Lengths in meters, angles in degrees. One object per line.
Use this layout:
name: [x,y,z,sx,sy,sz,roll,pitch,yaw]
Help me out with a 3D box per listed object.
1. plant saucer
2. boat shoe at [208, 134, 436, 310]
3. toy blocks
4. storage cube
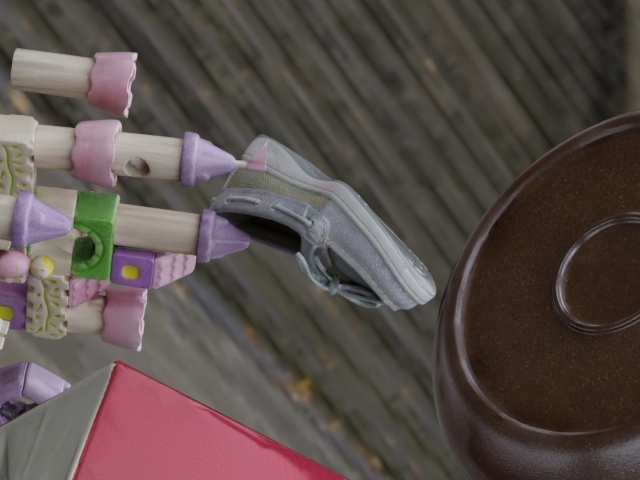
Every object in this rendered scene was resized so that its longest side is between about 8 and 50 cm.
plant saucer: [0.191,0.030,1.165,0.050,0.310,0.310,43,12,-40]
boat shoe: [-0.002,-0.002,1.793,0.118,0.103,0.320,45,-5,-40]
toy blocks: [-0.197,0.010,1.848,0.309,0.260,0.288,-85,-176,-50]
storage cube: [-0.117,0.216,1.193,0.193,0.215,0.183,30,59,-22]
